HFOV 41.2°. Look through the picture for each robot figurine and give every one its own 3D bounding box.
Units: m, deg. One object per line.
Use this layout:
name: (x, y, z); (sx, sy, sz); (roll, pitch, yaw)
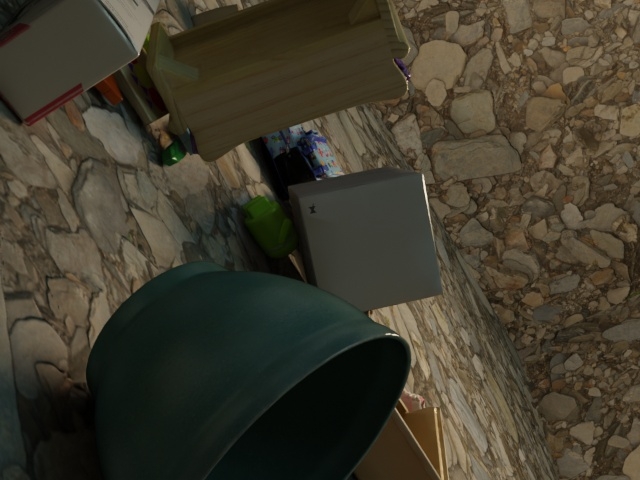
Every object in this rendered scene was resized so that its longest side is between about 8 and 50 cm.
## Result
robot figurine: (-0.081, -0.019, 1.416); (0.115, 0.067, 0.101); (57, -15, -19)

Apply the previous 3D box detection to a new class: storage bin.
storage bin: (0.093, 0.265, 1.401); (0.262, 0.123, 0.260); (57, 16, -18)

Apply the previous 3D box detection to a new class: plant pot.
plant pot: (-0.181, -0.406, 1.706); (0.109, 0.096, 0.109); (42, 25, -54)
plant pot: (-0.087, 0.141, 0.775); (0.196, 0.293, 0.293); (40, 4, 27)

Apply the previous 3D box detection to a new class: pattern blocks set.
pattern blocks set: (-0.280, -0.256, 1.238); (0.325, 0.026, 0.285); (62, 15, -4)

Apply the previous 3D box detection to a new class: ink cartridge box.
ink cartridge box: (-0.276, -0.244, 0.968); (0.092, 0.158, 0.218); (54, 16, -27)

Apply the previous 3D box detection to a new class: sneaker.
sneaker: (0.165, 0.306, 1.681); (0.134, 0.070, 0.051); (66, 17, 16)

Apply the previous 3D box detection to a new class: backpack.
backpack: (-0.047, -0.178, 1.722); (0.173, 0.117, 0.158); (64, 15, 9)

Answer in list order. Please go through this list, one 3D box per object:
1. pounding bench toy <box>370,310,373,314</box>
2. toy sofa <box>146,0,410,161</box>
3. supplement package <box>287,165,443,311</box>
pounding bench toy: (0.074, 0.135, 1.701); (0.065, 0.052, 0.083); (28, 63, -67)
toy sofa: (-0.058, -0.269, 1.245); (0.150, 0.362, 0.177); (-100, 169, -50)
supplement package: (0.067, -0.007, 1.433); (0.263, 0.199, 0.198); (-127, -154, -80)
